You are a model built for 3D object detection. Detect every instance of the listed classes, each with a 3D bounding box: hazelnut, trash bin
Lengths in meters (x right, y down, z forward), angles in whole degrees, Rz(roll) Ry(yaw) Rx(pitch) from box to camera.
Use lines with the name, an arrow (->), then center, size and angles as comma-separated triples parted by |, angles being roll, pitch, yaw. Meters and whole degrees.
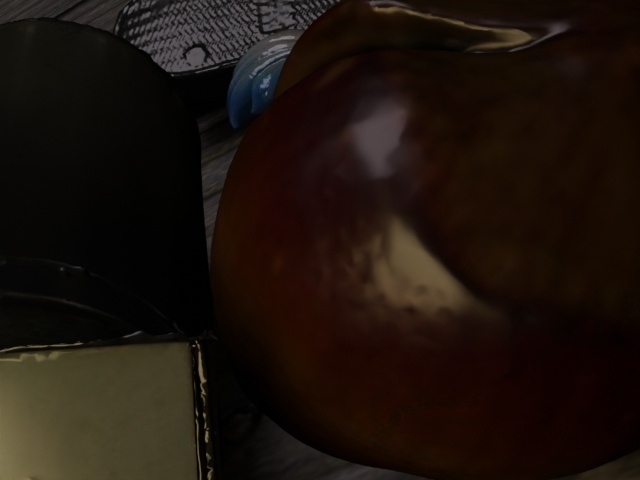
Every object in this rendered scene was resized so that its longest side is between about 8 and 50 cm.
hazelnut -> 0.077, -0.005, 0.530 | 0.217, 0.217, 0.251 | -11, 25, 42
trash bin -> -0.159, 0.023, 0.711 | 0.203, 0.252, 0.301 | -28, 31, 12

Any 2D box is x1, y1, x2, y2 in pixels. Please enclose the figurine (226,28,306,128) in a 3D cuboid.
figurine -> -0.028, -0.112, 0.973 | 0.114, 0.079, 0.114 | -32, 7, 5

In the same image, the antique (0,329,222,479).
antique -> -0.103, 0.108, 0.474 | 0.148, 0.146, 0.152 | -3, -4, -3

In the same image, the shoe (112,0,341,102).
shoe -> -0.045, -0.157, 1.063 | 0.241, 0.093, 0.108 | -10, 59, 9
